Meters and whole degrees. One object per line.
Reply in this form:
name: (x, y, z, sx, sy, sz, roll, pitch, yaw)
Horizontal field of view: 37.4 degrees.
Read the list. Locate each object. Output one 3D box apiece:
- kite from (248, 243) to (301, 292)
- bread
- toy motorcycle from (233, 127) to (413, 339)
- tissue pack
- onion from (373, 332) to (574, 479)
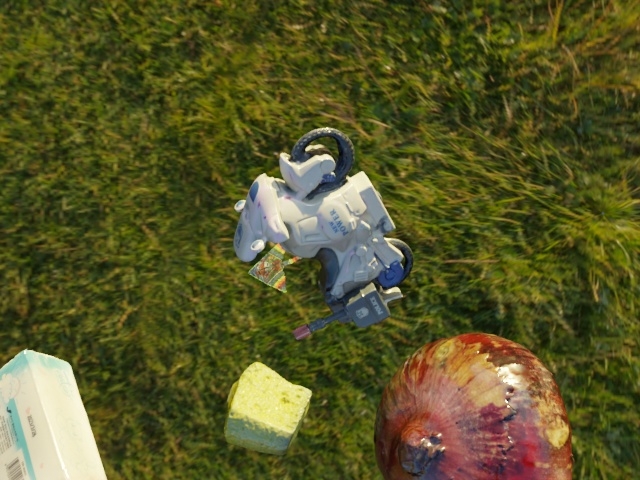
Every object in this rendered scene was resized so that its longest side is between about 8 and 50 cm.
kite: (-0.070, 0.041, 1.463, 0.090, 0.004, 0.122, -18, 43, 9)
bread: (-0.084, 0.260, 1.420, 0.114, 0.129, 0.111, 20, 139, 8)
toy motorcycle: (0.000, 0.000, 0.932, 0.150, 0.102, 0.221, -31, 125, 2)
tissue pack: (-0.461, 0.337, 1.507, 0.201, 0.124, 0.271, -42, 54, 19)
onion: (0.162, 0.221, 1.029, 0.246, 0.190, 0.246, -6, 82, 55)
